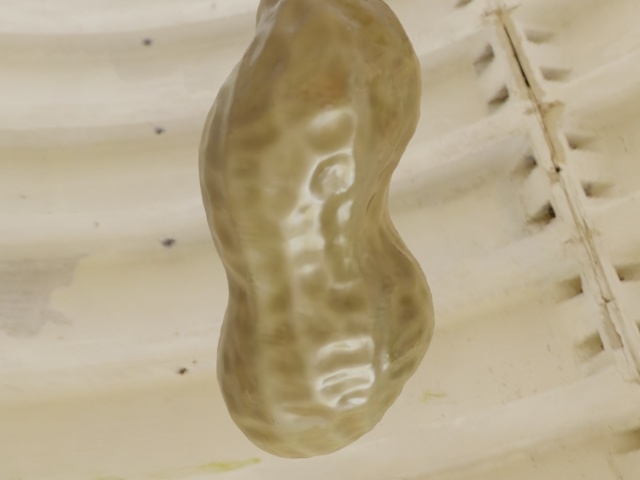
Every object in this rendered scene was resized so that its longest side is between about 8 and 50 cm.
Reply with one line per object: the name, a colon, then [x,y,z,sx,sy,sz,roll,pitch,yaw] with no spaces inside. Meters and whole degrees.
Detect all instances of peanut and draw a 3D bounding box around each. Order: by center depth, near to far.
peanut: [0.000,0.000,0.505,0.136,0.298,0.120,5,-153,13]
